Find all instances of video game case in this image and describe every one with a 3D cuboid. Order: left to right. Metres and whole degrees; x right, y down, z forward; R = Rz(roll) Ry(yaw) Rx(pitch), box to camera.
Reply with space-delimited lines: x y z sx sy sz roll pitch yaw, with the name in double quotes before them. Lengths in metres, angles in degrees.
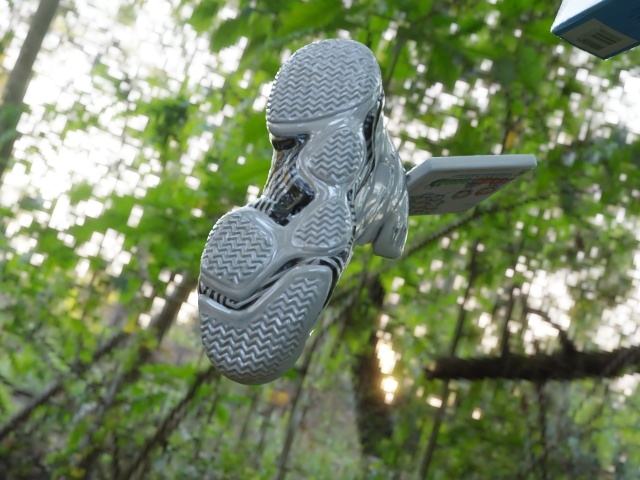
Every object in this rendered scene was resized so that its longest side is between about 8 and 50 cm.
"video game case" 0.147 -0.062 1.499 0.157 0.019 0.143 -5 -19 -33

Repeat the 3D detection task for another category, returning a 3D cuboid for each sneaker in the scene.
"sneaker" 0.000 0.000 1.292 0.137 0.366 0.210 6 -27 22

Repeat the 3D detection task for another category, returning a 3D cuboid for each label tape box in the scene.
"label tape box" 0.489 -0.459 1.897 0.115 0.348 0.249 27 -10 -11
